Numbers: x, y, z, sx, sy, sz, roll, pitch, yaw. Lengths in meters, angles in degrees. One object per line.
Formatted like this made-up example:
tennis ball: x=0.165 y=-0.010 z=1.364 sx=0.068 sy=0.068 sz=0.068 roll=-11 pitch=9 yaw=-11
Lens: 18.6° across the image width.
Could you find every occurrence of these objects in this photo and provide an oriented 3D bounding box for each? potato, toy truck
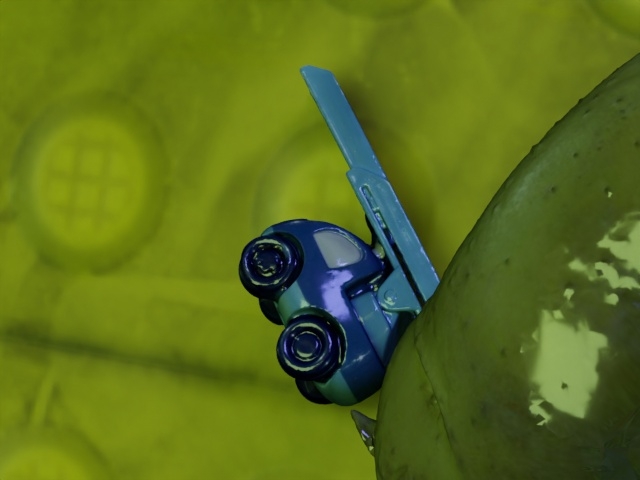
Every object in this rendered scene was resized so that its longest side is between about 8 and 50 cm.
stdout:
potato: x=0.128 y=0.032 z=0.704 sx=0.169 sy=0.143 sz=0.248 roll=33 pitch=97 yaw=-15
toy truck: x=0.000 y=0.000 z=0.811 sx=0.074 sy=0.063 sz=0.136 roll=-27 pitch=73 yaw=1
